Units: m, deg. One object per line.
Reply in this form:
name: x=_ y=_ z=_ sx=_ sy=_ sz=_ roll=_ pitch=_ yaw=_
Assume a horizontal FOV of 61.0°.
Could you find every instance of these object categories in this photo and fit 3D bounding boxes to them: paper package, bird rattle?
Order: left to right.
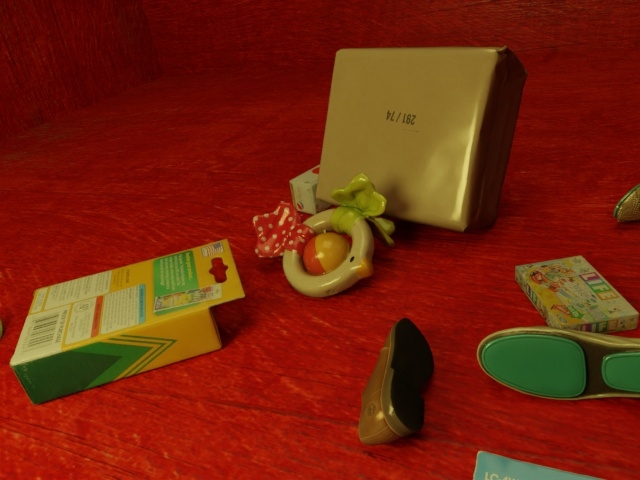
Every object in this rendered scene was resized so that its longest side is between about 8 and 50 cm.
bird rattle: x=0.000 y=0.000 z=0.919 sx=0.253 sy=0.143 sz=0.207 roll=-15 pitch=47 yaw=12
paper package: x=0.179 y=-0.192 z=1.016 sx=0.325 sy=0.309 sz=0.168 roll=15 pitch=10 yaw=35

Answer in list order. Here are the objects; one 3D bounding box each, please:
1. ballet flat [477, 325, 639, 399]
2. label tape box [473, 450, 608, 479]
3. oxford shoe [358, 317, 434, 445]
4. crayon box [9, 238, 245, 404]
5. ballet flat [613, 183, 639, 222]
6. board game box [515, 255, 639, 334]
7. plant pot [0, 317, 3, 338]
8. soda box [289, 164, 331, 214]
ballet flat: x=0.313 y=0.141 z=0.631 sx=0.248 sy=0.086 sz=0.086 roll=4 pitch=31 yaw=21
label tape box: x=0.166 y=0.280 z=0.258 sx=0.249 sy=0.115 sz=0.347 roll=5 pitch=53 yaw=26
oxford shoe: x=0.086 y=0.164 z=0.662 sx=0.076 sy=0.076 sz=0.212 roll=-40 pitch=4 yaw=28
crayon box: x=-0.281 y=0.113 z=0.849 sx=0.323 sy=0.083 sz=0.203 roll=-16 pitch=29 yaw=-10
ballet flat: x=0.594 y=-0.078 z=0.945 sx=0.206 sy=0.073 sz=0.067 roll=-30 pitch=48 yaw=-26
board game box: x=0.356 y=0.077 z=0.772 sx=0.103 sy=0.026 sz=0.154 roll=-9 pitch=28 yaw=0
plant pot: x=-0.591 y=0.148 z=0.901 sx=0.079 sy=0.083 sz=0.083 roll=-23 pitch=28 yaw=2
soda box: x=0.031 y=-0.136 z=1.220 sx=0.069 sy=0.074 sz=0.216 roll=17 pitch=38 yaw=39
